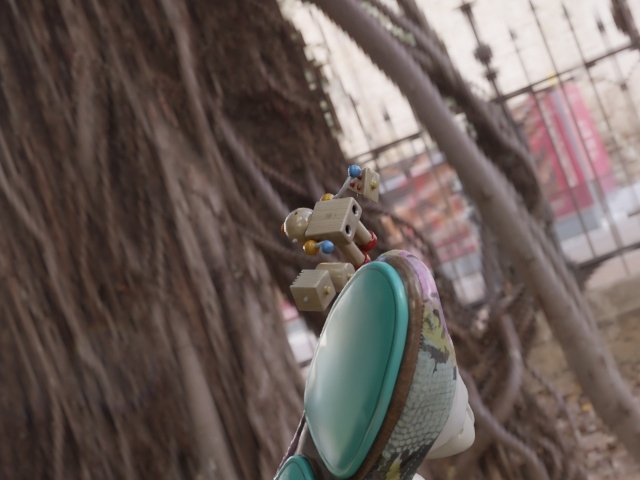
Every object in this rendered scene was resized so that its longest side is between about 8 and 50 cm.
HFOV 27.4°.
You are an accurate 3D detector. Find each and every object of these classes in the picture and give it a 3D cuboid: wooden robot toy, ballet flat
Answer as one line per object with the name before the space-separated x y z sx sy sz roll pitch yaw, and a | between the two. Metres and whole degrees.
wooden robot toy | 0.000 0.000 1.230 0.079 0.076 0.173 -2 49 29
ballet flat | 0.021 0.100 0.583 0.079 0.221 0.077 9 29 -26
